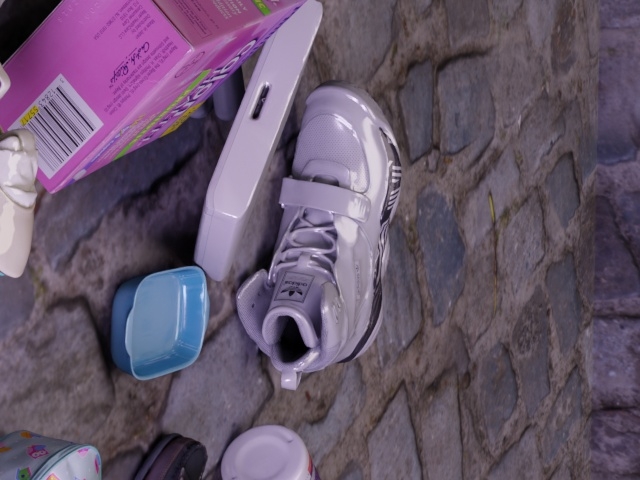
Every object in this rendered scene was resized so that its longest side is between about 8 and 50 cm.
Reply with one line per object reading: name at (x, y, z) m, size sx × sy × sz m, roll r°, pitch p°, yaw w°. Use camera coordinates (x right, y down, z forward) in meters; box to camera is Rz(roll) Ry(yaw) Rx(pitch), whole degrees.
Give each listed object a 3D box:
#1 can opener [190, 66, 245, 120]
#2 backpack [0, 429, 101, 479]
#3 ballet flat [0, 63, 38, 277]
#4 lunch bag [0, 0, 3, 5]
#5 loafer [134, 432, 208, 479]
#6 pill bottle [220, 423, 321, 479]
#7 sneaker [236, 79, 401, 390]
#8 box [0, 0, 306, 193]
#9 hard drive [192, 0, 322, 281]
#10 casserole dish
can opener at (-0.121, -0.263, 2.048) m, size 0.093 × 0.074 × 0.280 m, roll -50°, pitch 141°, yaw -53°
backpack at (-0.259, 0.276, 1.788) m, size 0.166 × 0.144 × 0.188 m, roll -42°, pitch 131°, yaw -50°
ballet flat at (-0.280, -0.093, 1.577) m, size 0.248 × 0.086 × 0.086 m, roll 64°, pitch 26°, yaw 2°
lunch bag at (-0.349, -0.219, 1.410) m, size 0.287 × 0.169 × 0.235 m, roll -59°, pitch 147°, yaw -37°
loafer at (-0.171, 0.345, 2.063) m, size 0.109 × 0.095 × 0.302 m, roll 71°, pitch 34°, yaw -46°
pill bottle at (-0.045, 0.319, 2.336) m, size 0.193 × 0.108 × 0.108 m, roll 69°, pitch 36°, yaw -47°
sneaker at (0.000, 0.000, 2.318) m, size 0.210 × 0.137 × 0.366 m, roll -38°, pitch 134°, yaw -63°
box at (-0.162, -0.178, 1.774) m, size 0.117 × 0.213 × 0.243 m, roll 50°, pitch 30°, yaw 2°
hard drive at (-0.071, -0.098, 2.016) m, size 0.353 × 0.047 × 0.233 m, roll 116°, pitch -6°, yaw -78°
casserole dish at (-0.176, 0.085, 2.062) m, size 0.188 × 0.037 × 0.114 m, roll -13°, pitch 108°, yaw -67°
